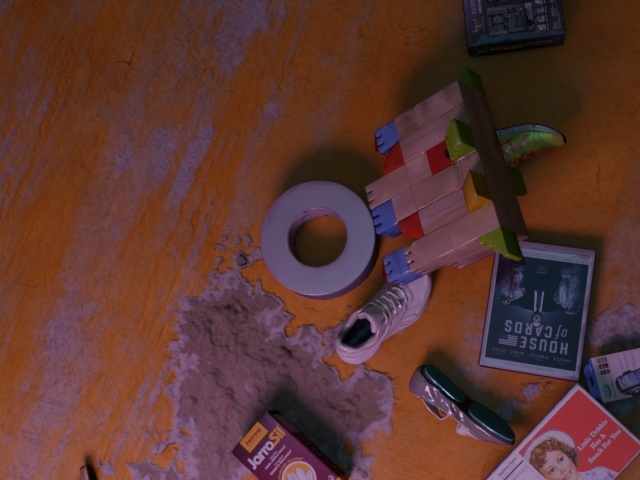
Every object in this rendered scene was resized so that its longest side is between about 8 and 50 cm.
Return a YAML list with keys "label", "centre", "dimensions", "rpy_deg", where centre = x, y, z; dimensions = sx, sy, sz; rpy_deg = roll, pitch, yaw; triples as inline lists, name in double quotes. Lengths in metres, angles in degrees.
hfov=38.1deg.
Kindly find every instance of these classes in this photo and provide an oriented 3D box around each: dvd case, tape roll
- label: "dvd case"
  centre: [0.391, 0.123, 1.675]
  dimensions: [0.179, 0.029, 0.238]
  rpy_deg: [8, 80, 13]
- label: "tape roll"
  centre: [0.000, 0.000, 1.751]
  dimensions: [0.219, 0.072, 0.219]
  rpy_deg: [-2, 79, 11]

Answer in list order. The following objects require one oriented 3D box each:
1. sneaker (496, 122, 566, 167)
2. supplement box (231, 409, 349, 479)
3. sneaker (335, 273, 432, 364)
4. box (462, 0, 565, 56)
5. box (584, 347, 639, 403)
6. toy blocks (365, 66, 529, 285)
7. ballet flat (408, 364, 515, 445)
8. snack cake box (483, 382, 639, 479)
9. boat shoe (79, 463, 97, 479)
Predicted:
- label: "sneaker"
  centre: [0.350, -0.160, 1.716]
  dimensions: [0.208, 0.081, 0.094]
  rpy_deg: [-5, 78, 21]
- label: "supplement box"
  centre: [-0.055, 0.407, 1.677]
  dimensions: [0.188, 0.081, 0.104]
  rpy_deg: [40, 89, 15]
- label: "sneaker"
  centre: [0.116, 0.133, 1.679]
  dimensions: [0.090, 0.115, 0.232]
  rpy_deg: [42, 89, 15]
- label: "box"
  centre: [0.364, -0.481, 1.782]
  dimensions: [0.183, 0.059, 0.232]
  rpy_deg: [-7, 79, 9]
- label: "box"
  centre: [0.529, 0.235, 1.618]
  dimensions: [0.136, 0.028, 0.081]
  rpy_deg: [-12, 77, 1]
- label: "toy blocks"
  centre: [0.200, -0.091, 1.656]
  dimensions: [0.261, 0.191, 0.381]
  rpy_deg: [-29, 61, 34]
- label: "ballet flat"
  centre: [0.249, 0.307, 1.656]
  dimensions: [0.213, 0.072, 0.068]
  rpy_deg: [39, 115, 16]
- label: "snack cake box"
  centre: [0.405, 0.392, 1.589]
  dimensions: [0.264, 0.089, 0.152]
  rpy_deg: [-46, 73, -1]
- label: "boat shoe"
  centre: [-0.443, 0.492, 1.750]
  dimensions: [0.045, 0.050, 0.135]
  rpy_deg: [-13, 77, 3]
